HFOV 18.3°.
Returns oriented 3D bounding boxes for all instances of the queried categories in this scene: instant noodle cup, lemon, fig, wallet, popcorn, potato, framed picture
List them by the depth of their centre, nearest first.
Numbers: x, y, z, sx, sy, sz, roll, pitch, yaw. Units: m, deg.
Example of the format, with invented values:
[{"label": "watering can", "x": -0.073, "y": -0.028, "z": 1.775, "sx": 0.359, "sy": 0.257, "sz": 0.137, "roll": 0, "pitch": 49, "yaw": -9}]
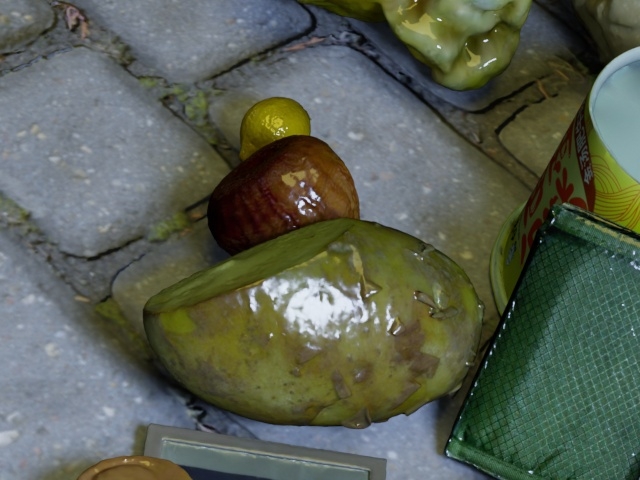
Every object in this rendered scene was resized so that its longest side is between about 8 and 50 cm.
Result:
[{"label": "framed picture", "x": -0.053, "y": 0.269, "z": 1.548, "sx": 0.208, "sy": 0.019, "sz": 0.281, "roll": 8, "pitch": 46, "yaw": -6}, {"label": "potato", "x": -0.001, "y": 0.069, "z": 1.649, "sx": 0.298, "sy": 0.176, "sz": 0.141, "roll": 0, "pitch": 2, "yaw": -24}, {"label": "wallet", "x": 0.219, "y": 0.103, "z": 1.651, "sx": 0.160, "sy": 0.236, "sz": 0.055, "roll": 25, "pitch": 11, "yaw": 11}, {"label": "fig", "x": 0.000, "y": 0.000, "z": 1.772, "sx": 0.201, "sy": 0.134, "sz": 0.146, "roll": 44, "pitch": 9, "yaw": -19}, {"label": "instant noodle cup", "x": 0.324, "y": -0.024, "z": 1.780, "sx": 0.311, "sy": 0.221, "sz": 0.311, "roll": 8, "pitch": 46, "yaw": -8}, {"label": "lemon", "x": -0.045, "y": -0.101, "z": 1.874, "sx": 0.065, "sy": 0.065, "sz": 0.092, "roll": 38, "pitch": 53, "yaw": 22}, {"label": "popcorn", "x": 0.091, "y": -0.340, "z": 2.011, "sx": 0.334, "sy": 0.292, "sz": 0.293, "roll": 27, "pitch": 28, "yaw": 21}]

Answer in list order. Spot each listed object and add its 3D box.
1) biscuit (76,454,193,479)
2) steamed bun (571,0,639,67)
[{"label": "biscuit", "x": -0.129, "y": 0.312, "z": 1.440, "sx": 0.312, "sy": 0.057, "sz": 0.351, "roll": -16, "pitch": 53, "yaw": -26}, {"label": "steamed bun", "x": 0.433, "y": -0.298, "z": 2.072, "sx": 0.372, "sy": 0.230, "sz": 0.325, "roll": -7, "pitch": 52, "yaw": -22}]
